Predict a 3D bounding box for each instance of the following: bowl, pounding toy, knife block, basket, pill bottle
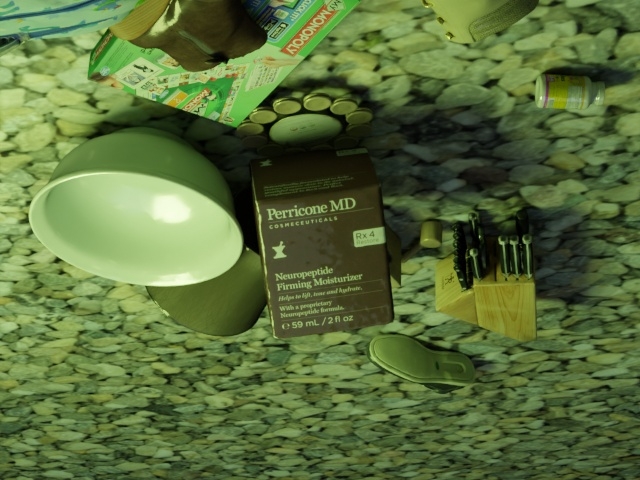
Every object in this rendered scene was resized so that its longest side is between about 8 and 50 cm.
[{"bbox_3d":[-0.244,-0.064,1.916,0.297,0.134,0.298,5,149,3],"label":"bowl"},{"bbox_3d":[0.089,0.030,2.121,0.206,0.094,0.181,-11,149,24],"label":"pounding toy"},{"bbox_3d":[0.303,0.050,2.152,0.275,0.088,0.242,21,147,-30],"label":"knife block"},{"bbox_3d":[-0.127,0.026,2.077,0.204,0.154,0.227,21,143,-23],"label":"basket"},{"bbox_3d":[0.317,-0.189,1.758,0.083,0.043,0.043,2,152,-1],"label":"pill bottle"}]

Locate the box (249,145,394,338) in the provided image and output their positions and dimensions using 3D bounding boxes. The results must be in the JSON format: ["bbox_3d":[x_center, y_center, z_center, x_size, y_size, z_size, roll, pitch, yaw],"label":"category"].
[{"bbox_3d":[0.000,0.000,1.865,0.168,0.167,0.203,-8,113,-2],"label":"box"}]

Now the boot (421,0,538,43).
[{"bbox_3d":[0.101,-0.293,1.528,0.261,0.095,0.203,-13,150,13],"label":"boot"}]

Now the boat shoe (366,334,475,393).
[{"bbox_3d":[0.171,0.230,2.498,0.233,0.084,0.079,18,147,-33],"label":"boat shoe"}]

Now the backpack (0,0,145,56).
[{"bbox_3d":[-0.318,-0.322,1.343,0.355,0.290,0.273,-10,159,8],"label":"backpack"}]

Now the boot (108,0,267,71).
[{"bbox_3d":[-0.112,-0.271,1.525,0.248,0.090,0.207,-16,159,26],"label":"boot"}]

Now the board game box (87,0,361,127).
[{"bbox_3d":[-0.122,-0.255,1.659,0.213,0.046,0.317,16,148,-26],"label":"board game box"}]

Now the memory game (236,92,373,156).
[{"bbox_3d":[-0.019,-0.152,1.850,0.186,0.012,0.186,-5,158,-2],"label":"memory game"}]
